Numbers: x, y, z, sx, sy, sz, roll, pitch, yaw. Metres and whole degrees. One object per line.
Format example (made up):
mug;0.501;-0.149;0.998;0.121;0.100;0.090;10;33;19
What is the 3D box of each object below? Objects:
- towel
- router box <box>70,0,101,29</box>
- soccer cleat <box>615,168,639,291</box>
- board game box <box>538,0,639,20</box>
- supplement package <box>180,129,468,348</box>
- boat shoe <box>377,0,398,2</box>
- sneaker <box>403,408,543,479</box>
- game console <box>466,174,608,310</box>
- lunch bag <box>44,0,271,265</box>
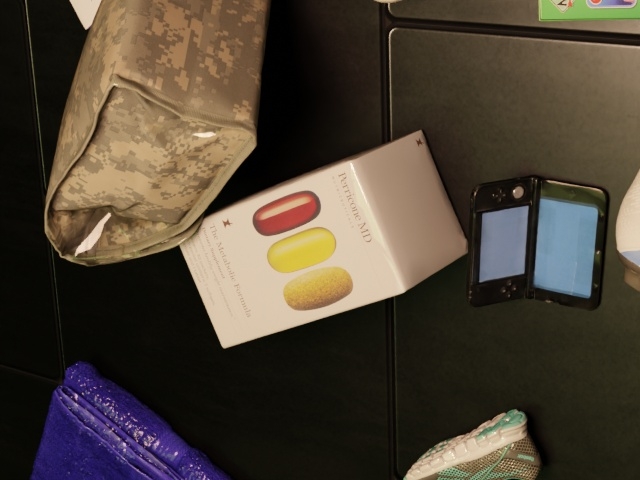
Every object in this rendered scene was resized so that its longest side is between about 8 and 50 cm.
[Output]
towel;-0.232;0.318;1.650;0.308;0.076;0.227;36;123;21
router box;-0.188;-0.427;1.343;0.335;0.082;0.301;-29;89;39
soccer cleat;0.392;0.015;1.061;0.331;0.116;0.143;22;119;28
board game box;0.273;-0.337;1.065;0.213;0.046;0.317;7;110;35
supplement package;0.000;0.000;1.328;0.244;0.134;0.139;-21;94;39
boat shoe;0.041;-0.343;1.197;0.079;0.095;0.254;176;81;-73
sneaker;0.155;0.235;1.350;0.166;0.065;0.076;-31;91;40
game console;0.198;0.008;1.231;0.071;0.107;0.122;33;128;57
lunch bag;-0.171;-0.131;1.324;0.169;0.235;0.287;19;141;-20
